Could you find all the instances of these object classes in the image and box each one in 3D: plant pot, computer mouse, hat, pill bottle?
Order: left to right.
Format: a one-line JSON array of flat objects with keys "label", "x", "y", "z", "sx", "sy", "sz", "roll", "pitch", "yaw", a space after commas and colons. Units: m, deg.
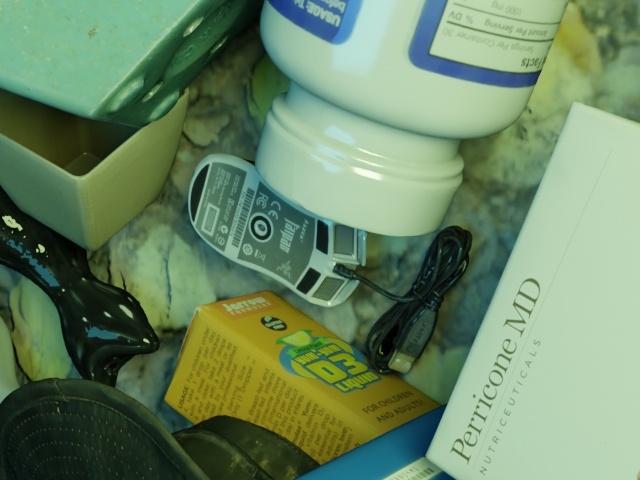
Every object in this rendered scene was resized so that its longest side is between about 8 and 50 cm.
[{"label": "plant pot", "x": -0.149, "y": -0.203, "z": 0.719, "sx": 0.252, "sy": 0.248, "sz": 0.247, "roll": 44, "pitch": 95, "yaw": 1}, {"label": "plant pot", "x": -0.160, "y": -0.060, "z": 0.852, "sx": 0.109, "sy": 0.109, "sz": 0.096, "roll": 29, "pitch": 143, "yaw": 21}, {"label": "hat", "x": -0.044, "y": 0.202, "z": 0.713, "sx": 0.331, "sy": 0.134, "sz": 0.331, "roll": 26, "pitch": 130, "yaw": 35}, {"label": "computer mouse", "x": 0.000, "y": 0.000, "z": 0.790, "sx": 0.193, "sy": 0.042, "sz": 0.106, "roll": 31, "pitch": 119, "yaw": 23}, {"label": "pill bottle", "x": 0.056, "y": -0.146, "z": 0.654, "sx": 0.152, "sy": 0.152, "sz": 0.272, "roll": 32, "pitch": 115, "yaw": 29}]

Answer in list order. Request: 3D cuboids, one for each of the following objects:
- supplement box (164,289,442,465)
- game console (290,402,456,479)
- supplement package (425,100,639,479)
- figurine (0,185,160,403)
[{"label": "supplement box", "x": 0.015, "y": 0.120, "z": 0.772, "sx": 0.233, "sy": 0.078, "sz": 0.080, "roll": 30, "pitch": 114, "yaw": 29}, {"label": "game console", "x": 0.078, "y": 0.223, "z": 0.544, "sx": 0.250, "sy": 0.293, "sz": 0.173, "roll": 29, "pitch": 109, "yaw": 24}, {"label": "supplement package", "x": 0.225, "y": 0.083, "z": 0.511, "sx": 0.293, "sy": 0.175, "sz": 0.177, "roll": 30, "pitch": 105, "yaw": 38}, {"label": "figurine", "x": -0.230, "y": 0.066, "z": 0.948, "sx": 0.209, "sy": 0.092, "sz": 0.215, "roll": 48, "pitch": 122, "yaw": 17}]
